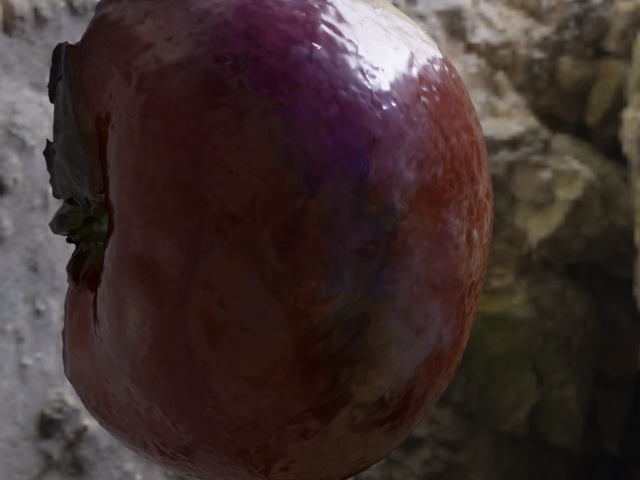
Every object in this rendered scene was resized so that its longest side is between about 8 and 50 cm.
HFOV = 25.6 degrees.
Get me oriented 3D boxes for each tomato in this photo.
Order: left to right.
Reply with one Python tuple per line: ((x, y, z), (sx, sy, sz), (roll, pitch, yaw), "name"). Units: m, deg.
((0.002, -0.004, 0.824), (0.289, 0.176, 0.335), (-6, 106, -33), "tomato")
